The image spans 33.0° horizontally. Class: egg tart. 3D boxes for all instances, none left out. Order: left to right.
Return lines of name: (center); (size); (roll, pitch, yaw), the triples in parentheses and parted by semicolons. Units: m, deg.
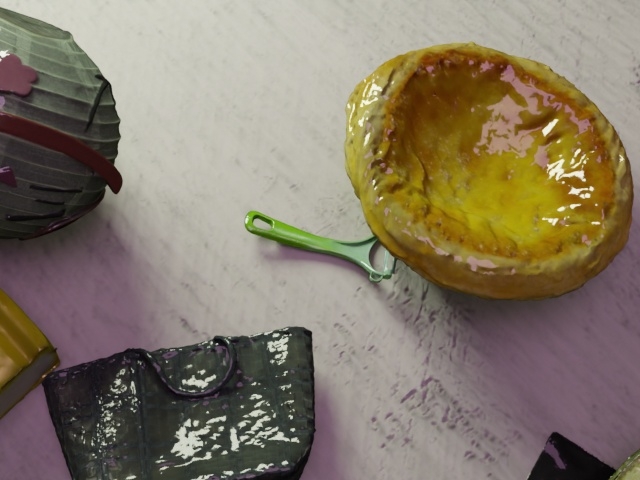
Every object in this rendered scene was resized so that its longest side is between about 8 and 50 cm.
egg tart: (0.165, -0.064, 1.128); (0.319, 0.128, 0.319); (4, 63, -8)

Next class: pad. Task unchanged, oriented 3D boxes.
pad: (0.235, 0.297, 1.062); (0.116, 0.004, 0.193); (33, 69, 7)

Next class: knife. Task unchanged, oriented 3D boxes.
knife: (0.000, 0.002, 1.141); (0.166, 0.022, 0.078); (12, 45, 0)

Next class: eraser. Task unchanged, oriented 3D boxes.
eraser: (-0.383, 0.090, 1.048); (0.226, 0.069, 0.158); (41, 73, 10)

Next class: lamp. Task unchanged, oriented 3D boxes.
lamp: (-0.322, -0.109, 1.053); (0.265, 0.233, 0.233); (16, 67, -15)

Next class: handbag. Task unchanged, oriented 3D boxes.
handbag: (-0.128, 0.175, 1.038); (0.270, 0.088, 0.175); (-9, 61, -6)

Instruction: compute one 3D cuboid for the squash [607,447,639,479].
squash: (0.347, 0.297, 1.046); (0.184, 0.085, 0.192); (-40, 73, 11)
